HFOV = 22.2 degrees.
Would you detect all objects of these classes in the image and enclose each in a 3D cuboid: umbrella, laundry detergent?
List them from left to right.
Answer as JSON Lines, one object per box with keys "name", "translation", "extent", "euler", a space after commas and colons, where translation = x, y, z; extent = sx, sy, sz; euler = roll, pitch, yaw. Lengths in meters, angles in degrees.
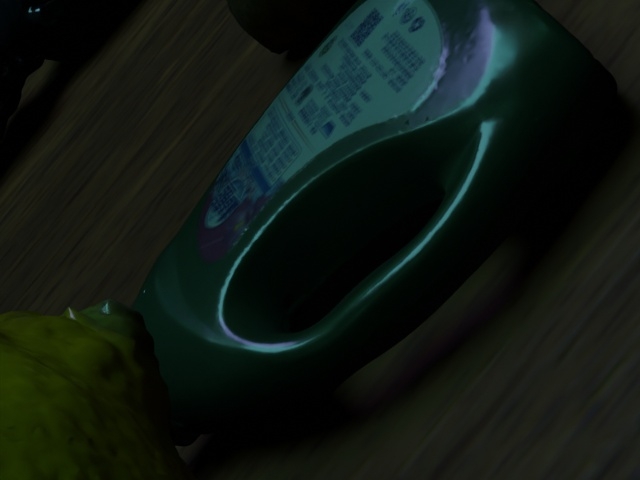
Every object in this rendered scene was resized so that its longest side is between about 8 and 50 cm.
{"name": "umbrella", "translation": [-0.189, -0.143, 1.015], "extent": [0.110, 0.122, 0.272], "euler": [34, 78, 21]}
{"name": "laundry detergent", "translation": [0.000, 0.000, 0.547], "extent": [0.211, 0.063, 0.137], "euler": [-47, 32, 7]}

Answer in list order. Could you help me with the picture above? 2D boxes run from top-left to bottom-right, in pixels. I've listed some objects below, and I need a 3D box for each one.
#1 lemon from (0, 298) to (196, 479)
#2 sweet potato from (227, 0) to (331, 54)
{"name": "lemon", "translation": [-0.114, 0.125, 0.418], "extent": [0.188, 0.188, 0.256], "euler": [-3, 58, 58]}
{"name": "sweet potato", "translation": [0.075, -0.189, 0.654], "extent": [0.341, 0.092, 0.114], "euler": [-25, 60, 44]}
